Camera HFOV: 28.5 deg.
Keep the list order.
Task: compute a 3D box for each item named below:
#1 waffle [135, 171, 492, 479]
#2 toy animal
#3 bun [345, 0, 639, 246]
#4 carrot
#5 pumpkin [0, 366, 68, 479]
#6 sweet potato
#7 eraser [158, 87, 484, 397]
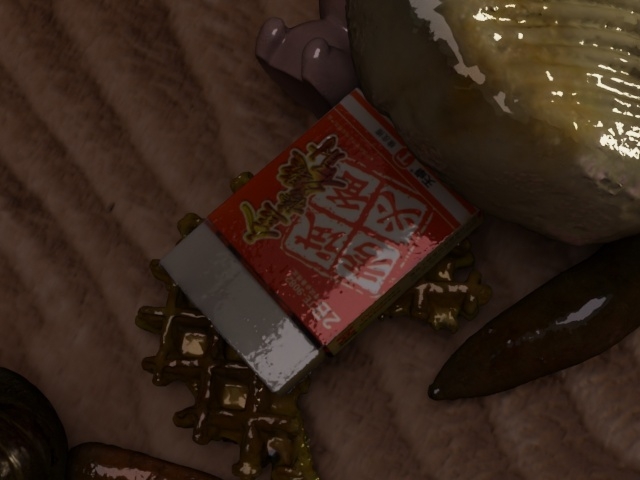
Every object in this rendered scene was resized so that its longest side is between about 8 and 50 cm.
[{"bbox_3d":[-0.020,0.056,1.092,0.293,0.069,0.260,-43,69,-7],"label":"waffle"},{"bbox_3d":[0.045,-0.207,1.138,0.124,0.124,0.212,40,76,16],"label":"toy animal"},{"bbox_3d":[0.170,-0.174,1.007,0.365,0.219,0.365,9,73,-29],"label":"bun"},{"bbox_3d":[-0.126,0.207,1.072,0.191,0.047,0.047,9,75,8],"label":"carrot"},{"bbox_3d":[-0.312,0.196,1.021,0.219,0.219,0.162,0,109,7],"label":"pumpkin"},{"bbox_3d":[0.237,0.026,1.063,0.108,0.079,0.346,37,78,28],"label":"sweet potato"},{"bbox_3d":[0.000,0.000,1.050,0.230,0.038,0.157,-42,70,-5],"label":"eraser"}]
